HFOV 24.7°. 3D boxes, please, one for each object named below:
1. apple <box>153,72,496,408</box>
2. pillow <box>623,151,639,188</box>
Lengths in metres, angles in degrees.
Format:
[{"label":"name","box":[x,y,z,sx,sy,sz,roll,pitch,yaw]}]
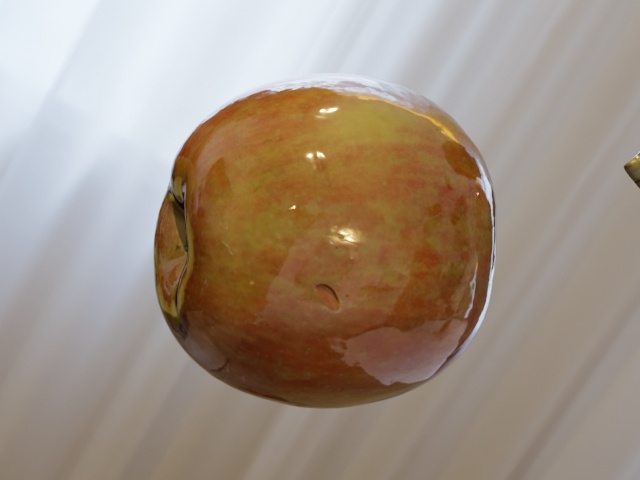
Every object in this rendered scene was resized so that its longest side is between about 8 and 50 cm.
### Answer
[{"label":"apple","box":[0.000,0.000,0.807,0.174,0.188,0.188,1,30,-20]},{"label":"pillow","box":[0.332,-0.015,1.141,0.203,0.113,0.038,50,-7,-15]}]
